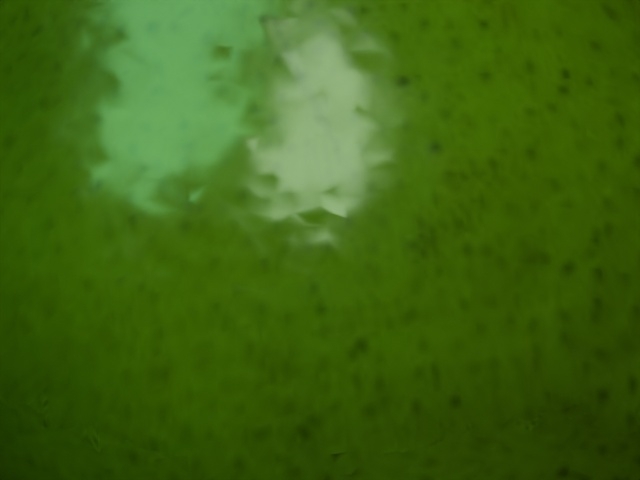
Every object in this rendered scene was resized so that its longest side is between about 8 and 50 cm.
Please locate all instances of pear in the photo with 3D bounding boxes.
[{"bbox_3d":[0.000,0.000,0.519,0.294,0.294,0.294,-23,43,23],"label":"pear"}]
